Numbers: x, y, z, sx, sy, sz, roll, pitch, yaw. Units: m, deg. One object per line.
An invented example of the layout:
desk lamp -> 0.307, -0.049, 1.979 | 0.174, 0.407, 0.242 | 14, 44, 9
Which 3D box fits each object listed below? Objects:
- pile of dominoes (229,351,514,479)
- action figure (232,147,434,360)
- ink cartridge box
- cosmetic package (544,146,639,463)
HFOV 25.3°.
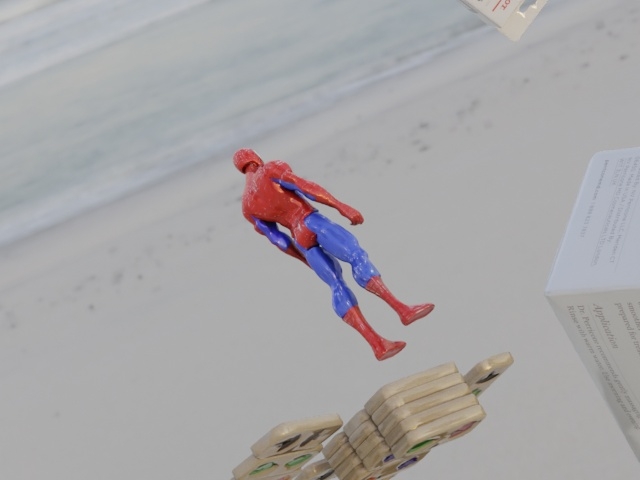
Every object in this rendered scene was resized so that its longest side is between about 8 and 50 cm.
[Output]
pile of dominoes -> 0.008, 0.160, 0.894 | 0.196, 0.040, 0.251 | -15, -25, -36
action figure -> 0.000, 0.000, 0.612 | 0.030, 0.115, 0.038 | -20, -30, -49
ink cartridge box -> 0.084, -0.141, 0.718 | 0.048, 0.083, 0.028 | -54, 13, 6
cosmetic package -> 0.380, 0.041, 0.988 | 0.385, 0.217, 0.156 | -5, 44, 33
